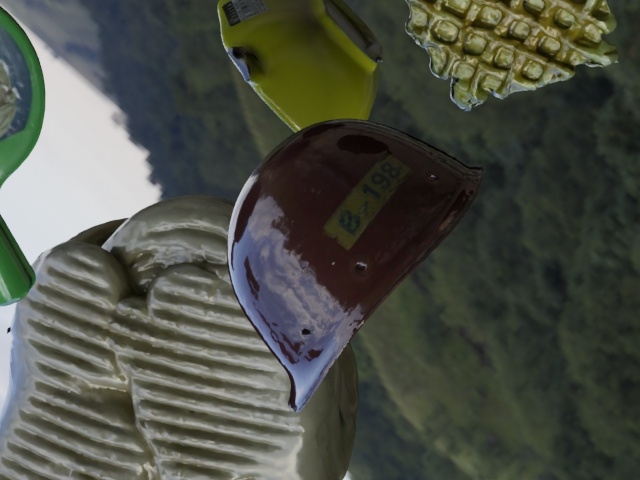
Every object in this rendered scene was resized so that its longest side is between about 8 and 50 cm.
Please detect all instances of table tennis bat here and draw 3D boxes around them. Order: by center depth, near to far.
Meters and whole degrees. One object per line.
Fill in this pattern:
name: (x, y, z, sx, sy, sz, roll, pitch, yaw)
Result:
table tennis bat: (-0.248, -0.055, 0.948, 0.039, 0.160, 0.257, 52, 163, 48)

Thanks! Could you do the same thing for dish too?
dish: (-0.003, -0.205, 1.570, 0.221, 0.108, 0.262, 44, -164, -16)

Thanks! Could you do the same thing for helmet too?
helmet: (0.000, 0.000, 0.798, 0.106, 0.175, 0.155, 36, 166, -1)

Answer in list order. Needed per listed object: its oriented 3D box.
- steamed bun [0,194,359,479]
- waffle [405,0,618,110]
steamed bun: (-0.124, 0.128, 1.389, 0.342, 0.368, 0.255, 12, -168, 8)
waffle: (0.185, -0.250, 1.467, 0.204, 0.223, 0.054, 64, -147, -18)
